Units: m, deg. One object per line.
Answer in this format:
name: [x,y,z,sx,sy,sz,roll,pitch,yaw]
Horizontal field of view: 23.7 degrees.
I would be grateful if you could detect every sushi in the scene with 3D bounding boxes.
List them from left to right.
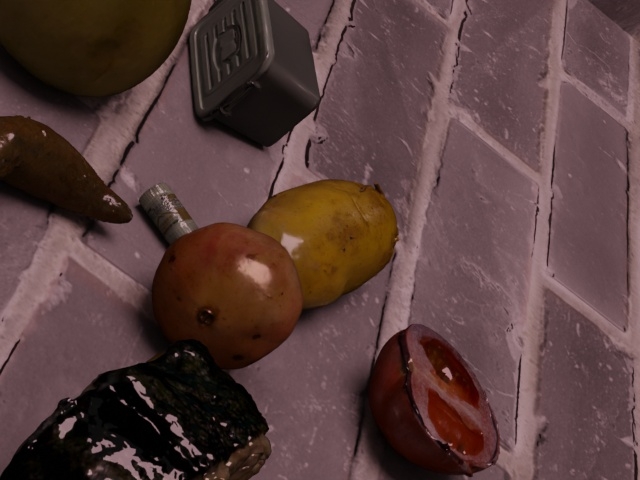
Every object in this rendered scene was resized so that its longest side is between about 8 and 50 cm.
sushi: [-0.183,0.233,1.602,0.171,0.211,0.350,45,22,12]

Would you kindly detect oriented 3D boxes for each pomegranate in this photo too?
pomegranate: [-0.115,0.065,1.897,0.191,0.191,0.191,30,35,-23]

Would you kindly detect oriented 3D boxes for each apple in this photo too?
apple: [-0.311,-0.347,2.074,0.292,0.254,0.292,34,34,-27]

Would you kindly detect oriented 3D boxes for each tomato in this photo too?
tomato: [0.144,0.235,2.066,0.199,0.112,0.228,38,31,-26]

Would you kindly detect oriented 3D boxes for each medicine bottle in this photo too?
medicine bottle: [-0.201,-0.032,2.033,0.083,0.047,0.047,54,33,13]

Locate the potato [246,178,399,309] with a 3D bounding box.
potato: [0.000,0.000,2.142,0.300,0.140,0.173,-23,79,-51]

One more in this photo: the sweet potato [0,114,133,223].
sweet potato: [-0.369,-0.093,1.866,0.310,0.098,0.124,10,67,-45]

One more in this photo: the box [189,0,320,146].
box: [-0.097,-0.265,2.329,0.135,0.163,0.243,34,31,-34]
